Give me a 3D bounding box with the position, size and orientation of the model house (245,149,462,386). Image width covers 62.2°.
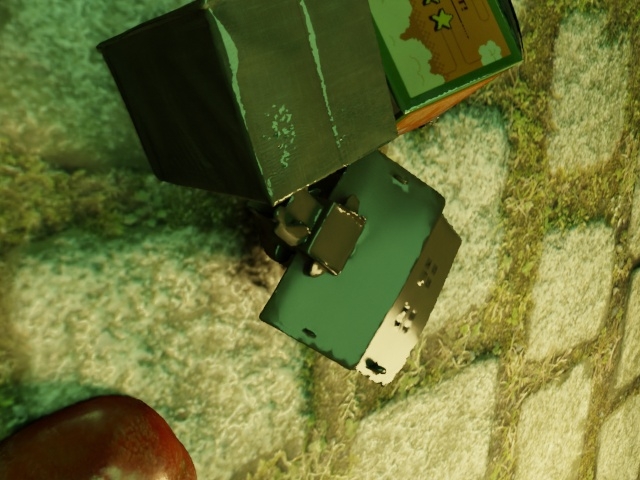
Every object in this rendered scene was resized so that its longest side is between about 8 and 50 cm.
[{"bbox_3d":[0.000,0.000,0.579,0.243,0.204,0.211,38,78,-48],"label":"model house"}]

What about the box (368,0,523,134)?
[{"bbox_3d":[0.074,-0.209,0.556,0.148,0.195,0.177,-25,92,-13],"label":"box"}]

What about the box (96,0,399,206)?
[{"bbox_3d":[-0.070,-0.141,0.483,0.155,0.231,0.149,-33,119,-30],"label":"box"}]

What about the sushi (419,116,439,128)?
[{"bbox_3d":[0.125,-0.206,0.720,0.094,0.084,0.098,49,67,-28],"label":"sushi"}]

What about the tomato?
[{"bbox_3d":[-0.228,0.283,0.540,0.237,0.095,0.236,-10,107,-37],"label":"tomato"}]
